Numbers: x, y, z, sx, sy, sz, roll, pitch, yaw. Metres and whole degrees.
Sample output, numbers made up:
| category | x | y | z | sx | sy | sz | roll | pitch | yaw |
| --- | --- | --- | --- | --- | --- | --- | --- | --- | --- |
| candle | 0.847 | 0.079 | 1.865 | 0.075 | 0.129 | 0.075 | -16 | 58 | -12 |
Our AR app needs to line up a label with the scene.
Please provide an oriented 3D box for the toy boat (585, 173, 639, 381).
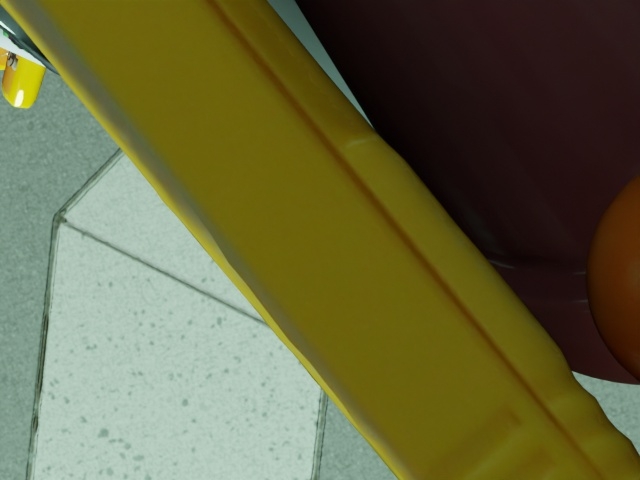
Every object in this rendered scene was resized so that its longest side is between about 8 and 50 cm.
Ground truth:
| category | x | y | z | sx | sy | sz | roll | pitch | yaw |
| --- | --- | --- | --- | --- | --- | --- | --- | --- | --- |
| toy boat | 0.131 | 0.014 | 0.431 | 0.151 | 0.151 | 0.231 | 10 | -170 | 30 |

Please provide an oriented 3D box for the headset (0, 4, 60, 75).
| category | x | y | z | sx | sy | sz | roll | pitch | yaw |
| --- | --- | --- | --- | --- | --- | --- | --- | --- | --- |
| headset | -0.216 | -0.211 | 0.855 | 0.394 | 0.185 | 0.243 | 55 | -173 | 23 |

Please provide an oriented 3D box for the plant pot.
| category | x | y | z | sx | sy | sz | roll | pitch | yaw |
| --- | --- | --- | --- | --- | --- | --- | --- | --- | --- |
| plant pot | 0.075 | -0.087 | 0.556 | 0.180 | 0.201 | 0.201 | 42 | 174 | -39 |

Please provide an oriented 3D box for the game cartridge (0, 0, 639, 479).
| category | x | y | z | sx | sy | sz | roll | pitch | yaw |
| --- | --- | --- | --- | --- | --- | --- | --- | --- | --- |
| game cartridge | 0.000 | 0.000 | 0.535 | 0.323 | 0.053 | 0.285 | 49 | 178 | 15 |

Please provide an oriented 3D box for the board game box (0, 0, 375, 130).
| category | x | y | z | sx | sy | sz | roll | pitch | yaw |
| --- | --- | --- | --- | --- | --- | --- | --- | --- | --- |
| board game box | 0.026 | -0.120 | 1.068 | 0.390 | 0.050 | 0.390 | 25 | -145 | 1 |
